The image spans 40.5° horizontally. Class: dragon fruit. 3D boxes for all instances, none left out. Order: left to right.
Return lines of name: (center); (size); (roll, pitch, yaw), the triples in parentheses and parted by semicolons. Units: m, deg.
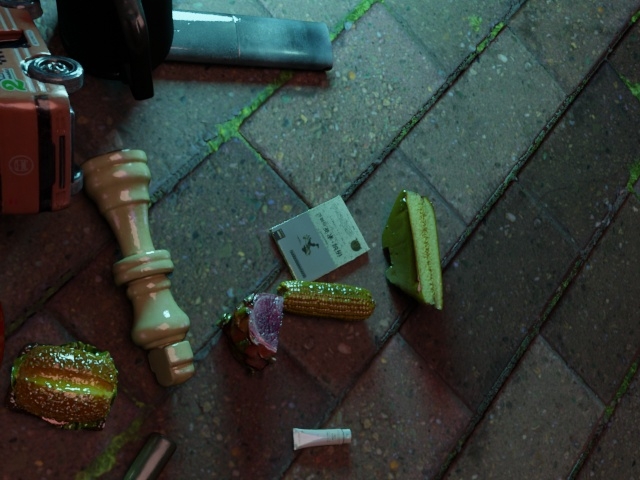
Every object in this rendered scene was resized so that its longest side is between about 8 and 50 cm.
dragon fruit: (-0.125, 0.150, 1.511); (0.096, 0.102, 0.147); (24, 55, -27)

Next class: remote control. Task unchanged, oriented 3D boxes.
remote control: (-0.151, -0.391, 1.695); (0.377, 0.044, 0.107); (-3, 72, -29)

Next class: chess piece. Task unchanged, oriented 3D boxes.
chess piece: (-0.296, 0.050, 1.446); (0.117, 0.117, 0.397); (-13, 83, -30)

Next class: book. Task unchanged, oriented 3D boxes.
book: (0.000, 0.000, 1.670); (0.181, 0.014, 0.127); (-26, 89, -32)

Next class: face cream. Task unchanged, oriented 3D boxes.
face cream: (0.002, 0.355, 1.558); (0.115, 0.020, 0.038); (3, 74, -24)

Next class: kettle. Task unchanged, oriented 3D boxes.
kettle: (-0.345, -0.386, 1.418); (0.203, 0.308, 0.262); (13, 76, -8)

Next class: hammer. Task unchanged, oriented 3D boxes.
hammer: (-0.353, 0.490, 1.318); (0.168, 0.044, 0.440); (40, 60, -13)

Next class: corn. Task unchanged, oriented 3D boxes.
corn: (0.013, 0.113, 1.611); (0.207, 0.068, 0.068); (8, 71, -27)

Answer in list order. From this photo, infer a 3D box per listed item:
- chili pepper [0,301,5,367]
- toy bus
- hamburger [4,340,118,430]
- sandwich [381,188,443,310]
chili pepper: (-0.519, 0.169, 1.320); (0.071, 0.063, 0.272); (25, 58, -47)
toy bus: (-0.493, -0.219, 1.257); (0.233, 0.203, 0.427); (-9, 40, -26)
hamburger: (-0.397, 0.221, 1.350); (0.165, 0.087, 0.137); (19, 66, -21)
sandwich: (0.184, 0.027, 1.721); (0.090, 0.088, 0.244); (8, 67, -35)
